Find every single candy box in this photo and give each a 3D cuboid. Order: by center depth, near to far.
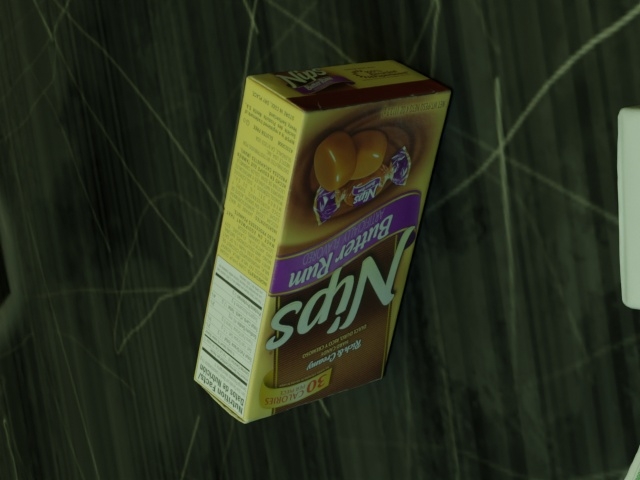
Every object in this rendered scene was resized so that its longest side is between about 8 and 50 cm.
[{"bbox_3d":[0.000,0.000,0.732,0.053,0.109,0.187,36,125,38],"label":"candy box"}]

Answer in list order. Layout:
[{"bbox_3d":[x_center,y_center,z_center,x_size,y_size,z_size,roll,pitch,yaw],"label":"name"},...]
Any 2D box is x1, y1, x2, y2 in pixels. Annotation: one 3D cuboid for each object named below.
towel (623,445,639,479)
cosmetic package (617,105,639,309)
[{"bbox_3d":[0.209,0.129,0.600,0.152,0.023,0.113,36,127,34],"label":"towel"},{"bbox_3d":[0.230,-0.016,0.464,0.231,0.117,0.086,5,103,46],"label":"cosmetic package"}]
